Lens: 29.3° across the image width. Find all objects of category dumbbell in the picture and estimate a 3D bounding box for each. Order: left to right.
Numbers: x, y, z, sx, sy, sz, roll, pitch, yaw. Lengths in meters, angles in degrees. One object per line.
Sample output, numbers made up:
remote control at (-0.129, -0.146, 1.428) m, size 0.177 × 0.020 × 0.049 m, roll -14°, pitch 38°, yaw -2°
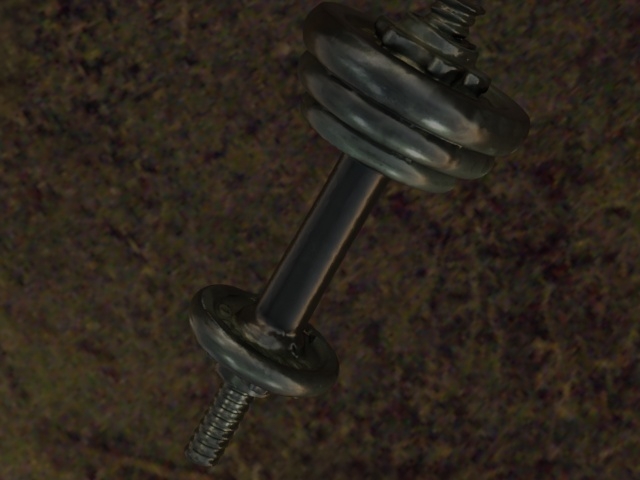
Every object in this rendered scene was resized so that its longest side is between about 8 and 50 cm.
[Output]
dumbbell at (0.000, 0.000, 0.563) m, size 0.110 × 0.110 × 0.254 m, roll 36°, pitch 108°, yaw 17°
